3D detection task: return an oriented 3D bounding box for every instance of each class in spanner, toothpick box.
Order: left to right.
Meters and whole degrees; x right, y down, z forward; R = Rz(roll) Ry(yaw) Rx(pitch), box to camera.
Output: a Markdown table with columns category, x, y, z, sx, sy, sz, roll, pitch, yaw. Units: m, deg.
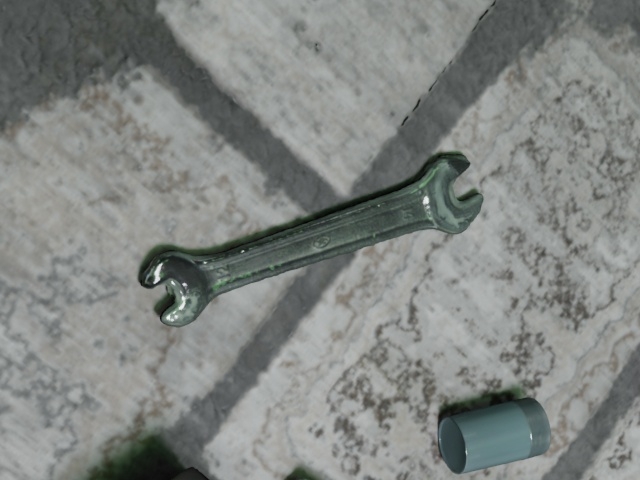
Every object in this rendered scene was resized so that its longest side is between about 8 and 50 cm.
| category | x | y | z | sx | sy | sz | roll | pitch | yaw |
| --- | --- | --- | --- | --- | --- | --- | --- | --- | --- |
| spanner | 0.000 | 0.000 | 1.307 | 0.302 | 0.017 | 0.071 | -20 | 112 | -22 |
| toothpick box | 0.148 | 0.166 | 1.410 | 0.083 | 0.052 | 0.052 | -10 | 108 | -23 |

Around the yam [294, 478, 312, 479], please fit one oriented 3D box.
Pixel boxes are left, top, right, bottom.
| category | x | y | z | sx | sy | sz | roll | pitch | yaw |
| --- | --- | --- | --- | --- | --- | --- | --- | --- | --- |
| yam | 0.028 | 0.262 | 1.366 | 0.169 | 0.068 | 0.068 | 39 | 85 | -30 |

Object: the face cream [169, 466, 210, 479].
| category | x | y | z | sx | sy | sz | roll | pitch | yaw |
| --- | --- | --- | --- | --- | --- | --- | --- | --- | --- |
| face cream | -0.119 | 0.292 | 1.236 | 0.195 | 0.175 | 0.175 | -38 | 118 | -13 |
